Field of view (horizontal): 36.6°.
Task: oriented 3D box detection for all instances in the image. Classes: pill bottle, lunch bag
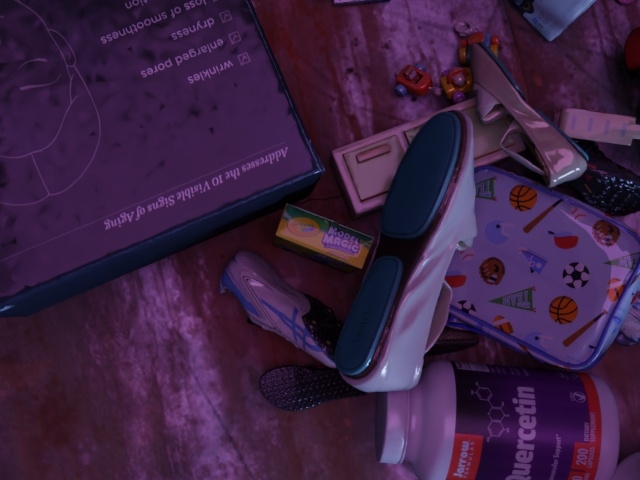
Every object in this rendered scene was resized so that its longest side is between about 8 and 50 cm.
[{"bbox_3d":[0.246,0.268,1.384,0.323,0.181,0.181,5,86,-3],"label":"pill bottle"},{"bbox_3d":[0.296,0.043,1.394,0.303,0.115,0.243,27,95,22],"label":"lunch bag"}]

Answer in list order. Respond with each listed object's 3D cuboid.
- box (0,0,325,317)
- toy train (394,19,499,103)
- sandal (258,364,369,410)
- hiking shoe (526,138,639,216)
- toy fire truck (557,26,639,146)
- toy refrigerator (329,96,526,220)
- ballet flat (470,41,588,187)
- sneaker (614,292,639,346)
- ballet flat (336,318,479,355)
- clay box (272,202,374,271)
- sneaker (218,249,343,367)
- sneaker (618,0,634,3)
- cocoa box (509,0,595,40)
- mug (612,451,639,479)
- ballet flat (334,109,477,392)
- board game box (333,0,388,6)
[{"bbox_3d":[-0.308,-0.198,1.321,0.480,0.297,0.471,-23,87,-5],"label":"box"},{"bbox_3d":[0.191,-0.273,1.457,0.166,0.046,0.125,-46,57,-9],"label":"toy train"},{"bbox_3d":[-0.006,0.215,1.448,0.179,0.040,0.067,-2,92,-18],"label":"sandal"},{"bbox_3d":[0.409,-0.118,1.462,0.227,0.086,0.114,23,48,-22],"label":"hiking shoe"},{"bbox_3d":[0.475,-0.215,1.414,0.246,0.158,0.217,-3,87,-41],"label":"toy fire truck"},{"bbox_3d":[0.157,-0.128,1.444,0.269,0.094,0.102,-20,85,-4],"label":"toy refrigerator"},{"bbox_3d":[0.270,-0.173,1.364,0.086,0.086,0.248,-37,72,-5],"label":"ballet flat"},{"bbox_3d":[0.493,0.106,1.457,0.283,0.110,0.122,18,92,7],"label":"sneaker"},{"bbox_3d":[0.110,0.139,1.441,0.250,0.084,0.058,-2,69,0],"label":"ballet flat"},{"bbox_3d":[0.000,0.000,1.364,0.127,0.222,0.053,21,86,-2],"label":"clay box"},{"bbox_3d":[-0.051,0.110,1.407,0.237,0.085,0.086,40,116,22],"label":"sneaker"},{"bbox_3d":[0.515,-0.413,1.503,0.119,0.057,0.047,-36,87,-6],"label":"sneaker"},{"bbox_3d":[0.402,-0.514,1.414,0.228,0.231,0.347,45,85,1],"label":"cocoa box"},{"bbox_3d":[0.591,0.418,1.375,0.328,0.276,0.374,12,55,-8],"label":"mug"},{"bbox_3d":[0.140,0.022,1.329,0.139,0.139,0.400,21,83,-2],"label":"ballet flat"},{"bbox_3d":[0.059,-0.411,1.493,0.090,0.020,0.090,-6,87,-5],"label":"board game box"}]
